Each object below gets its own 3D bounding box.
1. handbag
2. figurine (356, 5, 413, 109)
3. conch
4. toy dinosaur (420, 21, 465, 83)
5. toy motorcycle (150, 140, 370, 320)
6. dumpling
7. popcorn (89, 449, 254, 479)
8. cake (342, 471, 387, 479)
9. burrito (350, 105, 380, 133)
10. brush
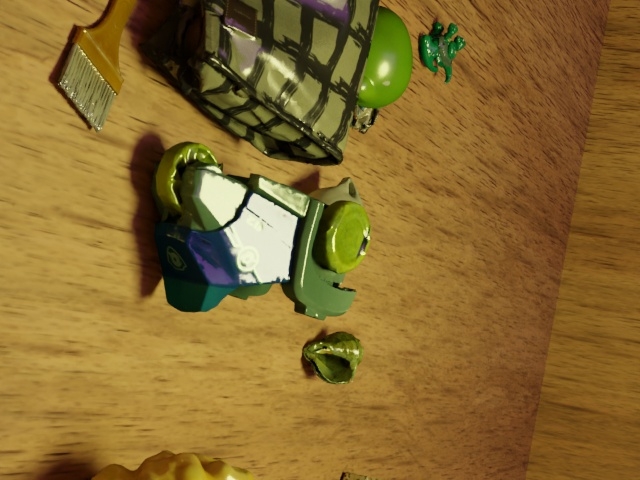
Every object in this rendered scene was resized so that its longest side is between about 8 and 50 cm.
[{"bbox_3d":[-0.060,-0.294,1.589,0.327,0.163,0.325,32,67,-59],"label":"handbag"},{"bbox_3d":[0.076,-0.282,1.947,0.263,0.143,0.162,-32,125,-75],"label":"figurine"},{"bbox_3d":[0.024,0.193,2.066,0.121,0.074,0.089,4,57,-45],"label":"conch"},{"bbox_3d":[0.221,-0.347,2.358,0.096,0.059,0.132,-57,140,-28],"label":"toy dinosaur"},{"bbox_3d":[-0.103,0.005,1.604,0.326,0.191,0.200,20,84,-51],"label":"toy motorcycle"},{"bbox_3d":[0.000,0.000,1.905,0.151,0.124,0.229,-50,-171,39],"label":"dumpling"},{"bbox_3d":[-0.155,0.419,1.412,0.349,0.382,0.349,-24,123,-43],"label":"popcorn"},{"bbox_3d":[0.073,0.553,2.276,0.135,0.112,0.246,59,45,-60],"label":"cake"},{"bbox_3d":[0.091,-0.245,2.105,0.051,0.042,0.171,77,29,-48],"label":"burrito"},{"bbox_3d":[-0.221,-0.259,1.410,0.103,0.013,0.272,58,45,-58],"label":"brush"}]
